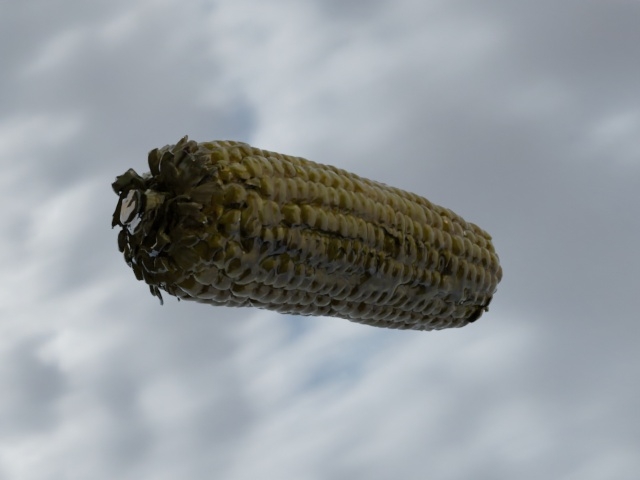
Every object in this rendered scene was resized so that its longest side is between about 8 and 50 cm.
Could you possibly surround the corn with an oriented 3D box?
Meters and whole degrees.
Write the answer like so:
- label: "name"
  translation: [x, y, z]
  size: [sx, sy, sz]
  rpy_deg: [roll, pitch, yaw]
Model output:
- label: "corn"
  translation: [-0.001, 0.000, 1.144]
  size: [0.115, 0.318, 0.115]
  rpy_deg: [-12, -106, 46]
